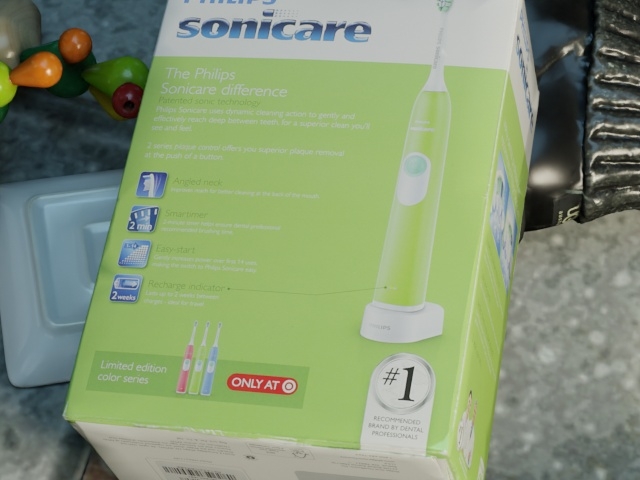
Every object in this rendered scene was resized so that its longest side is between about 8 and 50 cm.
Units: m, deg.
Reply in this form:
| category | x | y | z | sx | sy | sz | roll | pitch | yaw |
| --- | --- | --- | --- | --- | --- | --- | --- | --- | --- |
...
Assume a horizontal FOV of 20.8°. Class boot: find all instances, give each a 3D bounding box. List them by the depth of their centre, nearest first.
| category | x | y | z | sx | sy | sz | roll | pitch | yaw |
| --- | --- | --- | --- | --- | --- | --- | --- | --- | --- |
| boot | 0.179 | -0.162 | 1.159 | 0.260 | 0.131 | 0.348 | -13 | 74 | -5 |

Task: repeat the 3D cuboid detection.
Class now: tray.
| category | x | y | z | sx | sy | sz | roll | pitch | yaw |
| --- | --- | --- | --- | --- | --- | --- | --- | --- | --- |
| tray | -0.071 | 0.004 | 1.105 | 0.270 | 0.030 | 0.145 | -8 | 62 | -10 |

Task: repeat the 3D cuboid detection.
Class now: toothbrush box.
| category | x | y | z | sx | sy | sz | roll | pitch | yaw |
| --- | --- | --- | --- | --- | --- | --- | --- | --- | --- |
| toothbrush box | 0.000 | 0.000 | 0.969 | 0.206 | 0.122 | 0.283 | 3 | 64 | 15 |

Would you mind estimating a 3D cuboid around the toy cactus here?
| category | x | y | z | sx | sy | sz | roll | pitch | yaw |
| --- | --- | --- | --- | --- | --- | --- | --- | --- | --- |
| toy cactus | -0.202 | -0.094 | 1.106 | 0.219 | 0.112 | 0.180 | -19 | 32 | 16 |
